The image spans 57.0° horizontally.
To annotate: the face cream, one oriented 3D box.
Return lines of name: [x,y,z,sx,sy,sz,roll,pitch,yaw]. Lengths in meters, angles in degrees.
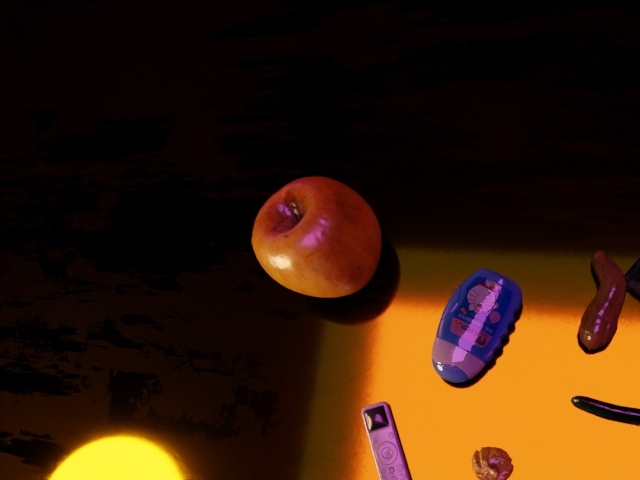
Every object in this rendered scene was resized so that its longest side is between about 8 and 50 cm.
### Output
face cream: [0.340,0.195,1.325,0.149,0.083,0.263,25,78,30]

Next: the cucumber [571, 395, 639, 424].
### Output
cucumber: [0.606,0.348,1.193,0.184,0.033,0.036,9,96,23]

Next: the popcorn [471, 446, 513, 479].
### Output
popcorn: [0.350,0.462,1.209,0.084,0.084,0.084,-7,66,17]

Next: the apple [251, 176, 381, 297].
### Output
apple: [0.000,0.000,1.436,0.299,0.275,0.298,-16,57,26]

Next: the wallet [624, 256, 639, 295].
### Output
wallet: [0.774,0.041,1.244,0.236,0.055,0.160,-47,45,-4]

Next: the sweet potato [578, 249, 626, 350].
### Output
sweet potato: [0.610,0.124,1.268,0.081,0.062,0.232,2,65,41]

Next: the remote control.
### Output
remote control: [0.152,0.487,1.297,0.067,0.029,0.260,-21,62,10]
